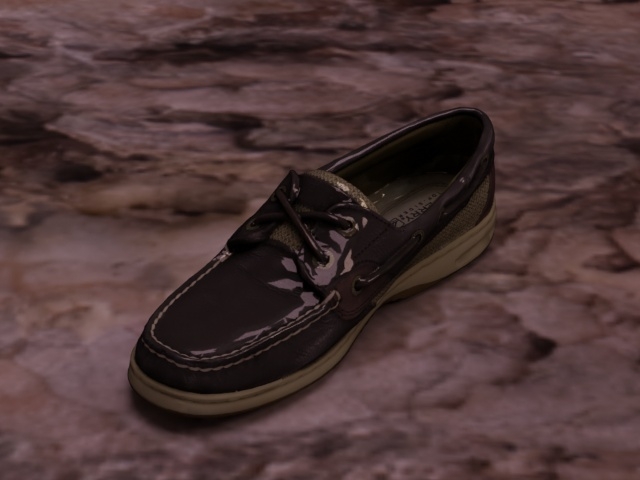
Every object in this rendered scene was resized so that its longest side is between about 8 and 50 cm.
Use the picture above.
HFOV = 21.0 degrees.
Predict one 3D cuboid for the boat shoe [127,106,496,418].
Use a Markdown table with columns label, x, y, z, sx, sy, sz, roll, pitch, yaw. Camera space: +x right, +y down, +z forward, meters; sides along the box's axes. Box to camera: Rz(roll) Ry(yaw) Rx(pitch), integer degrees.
| label | x | y | z | sx | sy | sz | roll | pitch | yaw |
| --- | --- | --- | --- | --- | --- | --- | --- | --- | --- |
| boat shoe | 0.001 | 0.000 | 0.768 | 0.080 | 0.073 | 0.223 | 29 | 41 | 32 |
